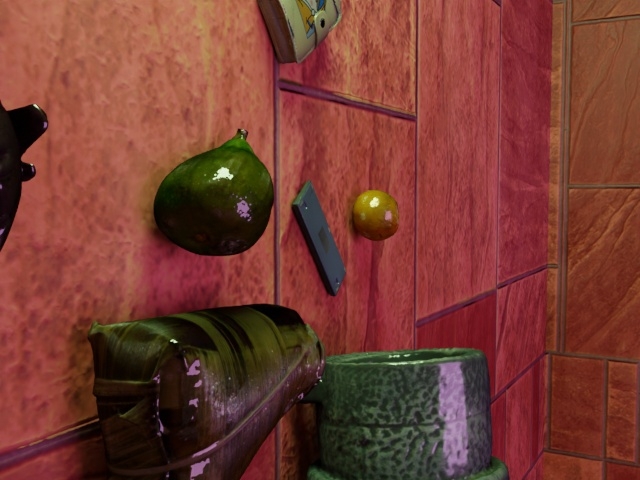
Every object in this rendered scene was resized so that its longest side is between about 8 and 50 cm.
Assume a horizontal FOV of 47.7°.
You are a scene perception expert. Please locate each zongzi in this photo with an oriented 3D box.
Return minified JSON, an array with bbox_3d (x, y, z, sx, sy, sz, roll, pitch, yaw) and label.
[{"bbox_3d":[-0.104,0.212,0.727,0.286,0.134,0.288,-1,91,-59],"label":"zongzi"}]

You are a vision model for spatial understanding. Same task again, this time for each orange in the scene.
[{"bbox_3d":[0.086,-0.039,1.128,0.083,0.070,0.083,-3,90,-73],"label":"orange"}]

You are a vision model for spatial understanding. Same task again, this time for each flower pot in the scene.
[{"bbox_3d":[0.112,0.295,0.982,0.299,0.299,0.282,4,82,-61],"label":"flower pot"}]

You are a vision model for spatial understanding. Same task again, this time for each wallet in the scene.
[{"bbox_3d":[-0.020,-0.308,0.948,0.155,0.039,0.110,-57,137,-42],"label":"wallet"}]

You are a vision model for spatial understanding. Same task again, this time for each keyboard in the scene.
[{"bbox_3d":[0.001,0.000,1.033,0.055,0.014,0.176,-61,142,-40],"label":"keyboard"}]

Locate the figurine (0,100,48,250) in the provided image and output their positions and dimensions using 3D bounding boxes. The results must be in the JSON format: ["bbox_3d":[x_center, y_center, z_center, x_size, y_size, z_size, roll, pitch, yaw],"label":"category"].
[{"bbox_3d":[-0.304,-0.020,0.338,0.370,0.167,0.281,-26,149,-47],"label":"figurine"}]

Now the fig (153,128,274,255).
[{"bbox_3d":[-0.098,-0.056,0.763,0.177,0.117,0.117,-72,150,-55],"label":"fig"}]
